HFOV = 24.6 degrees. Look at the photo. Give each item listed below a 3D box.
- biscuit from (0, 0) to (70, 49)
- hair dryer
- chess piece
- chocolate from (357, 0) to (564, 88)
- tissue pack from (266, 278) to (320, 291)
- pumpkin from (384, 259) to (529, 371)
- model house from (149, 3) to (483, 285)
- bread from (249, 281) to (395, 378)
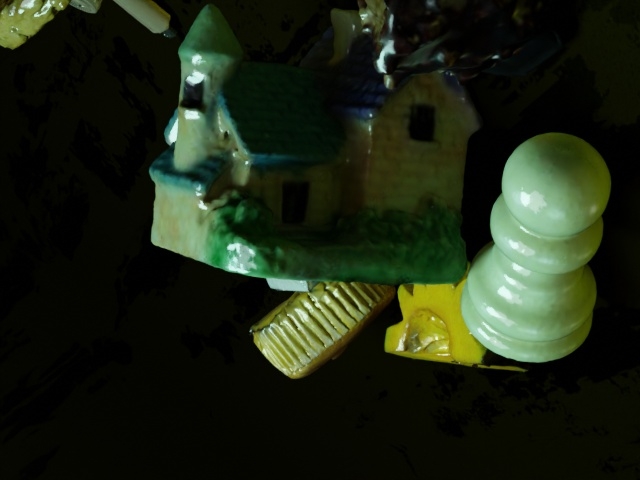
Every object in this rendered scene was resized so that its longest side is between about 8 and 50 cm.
[{"bbox_3d":[-0.320,-0.356,1.818,0.075,0.296,0.296,33,163,-23],"label":"biscuit"},{"bbox_3d":[-0.256,-0.330,1.958,0.181,0.117,0.064,38,165,-36],"label":"hair dryer"},{"bbox_3d":[0.227,-0.004,1.509,0.144,0.144,0.251,38,148,27],"label":"chess piece"},{"bbox_3d":[0.086,-0.218,1.337,0.206,0.177,0.224,18,133,34],"label":"chocolate"},{"bbox_3d":[0.000,0.000,1.885,0.060,0.148,0.108,58,156,-18],"label":"tissue pack"},{"bbox_3d":[0.192,0.090,1.773,0.254,0.149,0.131,173,104,-67],"label":"pumpkin"},{"bbox_3d":[-0.005,-0.111,1.568,0.245,0.312,0.280,18,102,56],"label":"model house"},{"bbox_3d":[0.007,0.099,1.958,0.104,0.199,0.199,50,156,-1],"label":"bread"}]
